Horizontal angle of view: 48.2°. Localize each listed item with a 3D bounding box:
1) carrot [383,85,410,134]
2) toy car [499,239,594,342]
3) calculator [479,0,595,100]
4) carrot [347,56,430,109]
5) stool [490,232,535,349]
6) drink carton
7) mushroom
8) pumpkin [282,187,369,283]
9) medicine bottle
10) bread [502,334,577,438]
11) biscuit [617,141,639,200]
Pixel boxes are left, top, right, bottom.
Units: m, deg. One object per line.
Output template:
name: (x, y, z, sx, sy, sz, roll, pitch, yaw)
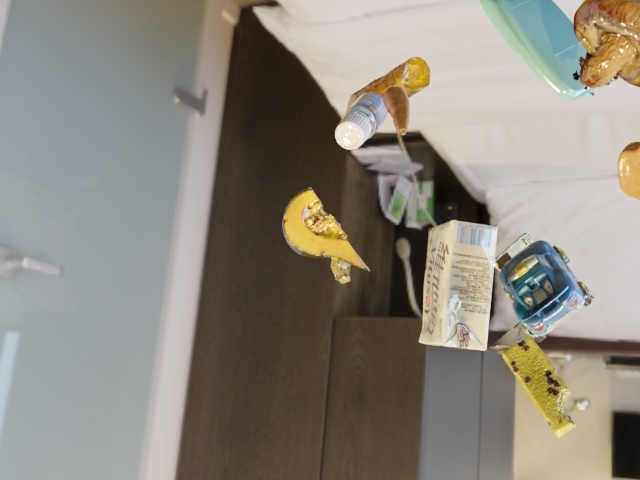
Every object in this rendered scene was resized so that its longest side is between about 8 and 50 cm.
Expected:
carrot: (0.143, -0.233, 1.296, 0.048, 0.048, 0.216, 6, -151, -3)
toy car: (0.568, 0.110, 1.885, 0.198, 0.314, 0.166, -41, 118, 20)
calculator: (0.612, -0.534, 1.919, 0.256, 0.386, 0.054, -32, 172, -35)
carrot: (0.200, -0.449, 2.184, 0.114, 0.114, 0.302, 14, 156, -34)
stool: (0.577, 0.155, 2.176, 0.270, 0.243, 0.170, -38, 179, -15)
drink carton: (0.351, 0.114, 1.852, 0.132, 0.324, 0.194, 7, 172, -8)
mushroom: (0.708, -0.468, 1.668, 0.263, 0.195, 0.283, 45, 152, -3)
pumpkin: (0.001, 0.006, 1.685, 0.126, 0.248, 0.131, -37, 177, -3)
medicine bottle: (0.091, -0.268, 1.605, 0.084, 0.083, 0.203, 0, -153, 23)
bread: (0.511, 0.331, 1.635, 0.088, 0.226, 0.049, -33, 148, 3)
biscuit: (0.586, -0.076, 0.996, 0.334, 0.047, 0.202, 15, 141, 38)
